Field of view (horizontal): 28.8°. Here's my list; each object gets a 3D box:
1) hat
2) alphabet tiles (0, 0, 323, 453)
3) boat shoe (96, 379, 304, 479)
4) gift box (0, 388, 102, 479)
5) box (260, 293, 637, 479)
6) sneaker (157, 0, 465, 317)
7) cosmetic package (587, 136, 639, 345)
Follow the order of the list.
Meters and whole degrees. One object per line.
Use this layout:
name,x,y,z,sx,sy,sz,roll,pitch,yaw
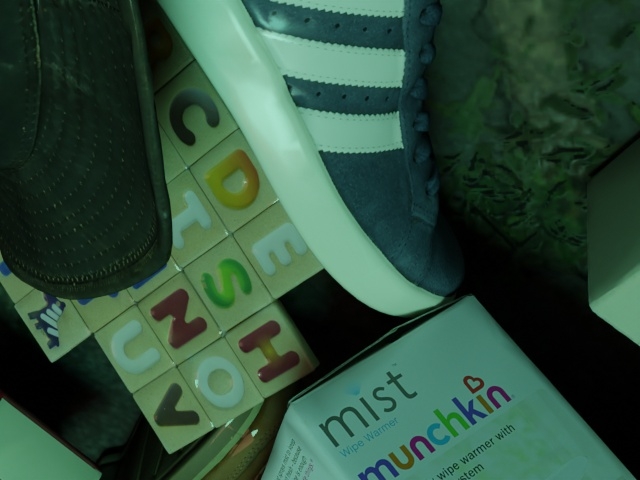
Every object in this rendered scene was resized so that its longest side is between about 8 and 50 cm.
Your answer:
hat,-0.190,-0.104,0.494,0.331,0.134,0.331,36,140,38
alphabet tiles,-0.105,-0.010,0.651,0.198,0.009,0.237,-34,88,34
boat shoe,-0.078,0.160,0.794,0.104,0.110,0.307,29,138,-15
gift box,-0.327,0.161,0.754,0.276,0.258,0.255,-15,127,46
box,0.072,0.202,0.651,0.231,0.127,0.262,50,151,23
sneaker,0.019,-0.109,0.549,0.148,0.131,0.350,-28,128,8
cosmetic package,0.280,-0.047,0.542,0.160,0.113,0.309,34,126,-14
